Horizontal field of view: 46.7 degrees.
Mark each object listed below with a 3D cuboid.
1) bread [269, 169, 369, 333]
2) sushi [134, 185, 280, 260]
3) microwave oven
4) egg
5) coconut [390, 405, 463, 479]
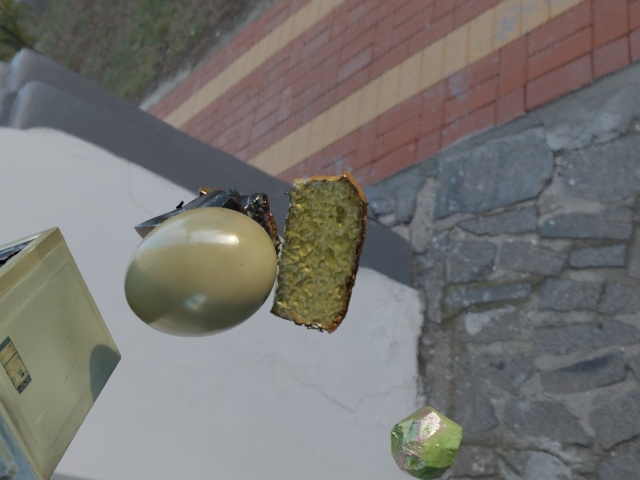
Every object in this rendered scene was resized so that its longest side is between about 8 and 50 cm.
[{"bbox_3d":[-0.001,0.002,1.161,0.134,0.129,0.260,-83,3,-71],"label":"bread"},{"bbox_3d":[-0.185,0.004,1.449,0.215,0.227,0.212,0,39,43],"label":"sushi"},{"bbox_3d":[-0.478,0.176,1.067,0.218,0.286,0.355,-17,18,7],"label":"microwave oven"},{"bbox_3d":[-0.178,0.048,1.088,0.241,0.186,0.186,-17,53,24],"label":"egg"},{"bbox_3d":[0.120,0.237,0.862,0.083,0.081,0.082,-54,13,41],"label":"coconut"}]
